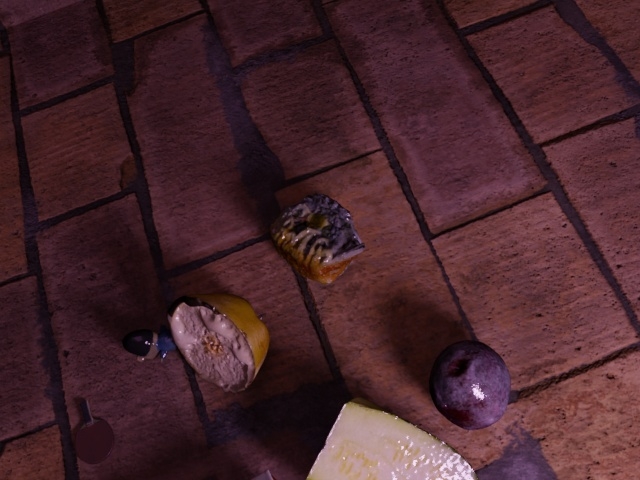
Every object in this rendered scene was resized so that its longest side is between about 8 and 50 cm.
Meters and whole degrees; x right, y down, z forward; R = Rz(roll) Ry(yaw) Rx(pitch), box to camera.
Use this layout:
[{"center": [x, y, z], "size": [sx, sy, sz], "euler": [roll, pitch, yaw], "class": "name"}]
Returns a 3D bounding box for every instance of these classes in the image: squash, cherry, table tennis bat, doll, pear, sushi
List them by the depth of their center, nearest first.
[{"center": [0.166, 0.494, 1.598], "size": [0.309, 0.210, 0.233], "euler": [25, 81, 28], "class": "squash"}, {"center": [0.318, 0.302, 1.685], "size": [0.195, 0.195, 0.195], "euler": [-5, 60, 9], "class": "cherry"}, {"center": [-0.220, 0.210, 1.865], "size": [0.267, 0.266, 0.178], "euler": [21, 35, 22], "class": "pear"}, {"center": [-0.546, 0.457, 1.879], "size": [0.095, 0.014, 0.158], "euler": [-26, 62, -1], "class": "table tennis bat"}, {"center": [-0.399, 0.250, 1.929], "size": [0.180, 0.089, 0.101], "euler": [4, 60, -13], "class": "doll"}, {"center": [0.000, 0.000, 1.945], "size": [0.184, 0.139, 0.274], "euler": [-44, 59, -14], "class": "sushi"}]

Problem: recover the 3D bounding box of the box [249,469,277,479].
[{"center": [-0.184, 0.692, 1.504], "size": [0.385, 0.122, 0.344], "euler": [-32, 39, -4], "class": "box"}]
